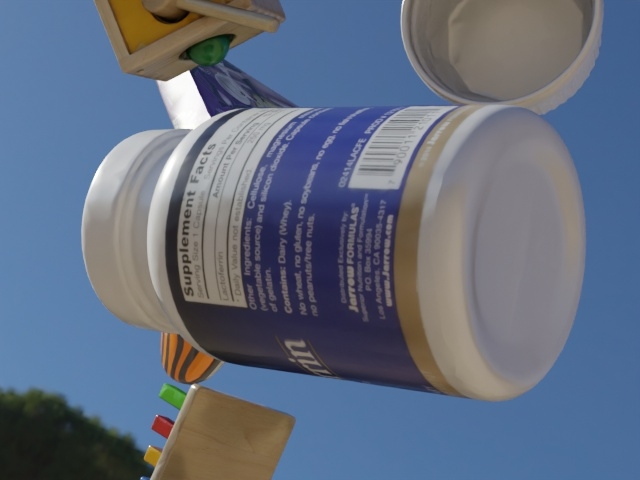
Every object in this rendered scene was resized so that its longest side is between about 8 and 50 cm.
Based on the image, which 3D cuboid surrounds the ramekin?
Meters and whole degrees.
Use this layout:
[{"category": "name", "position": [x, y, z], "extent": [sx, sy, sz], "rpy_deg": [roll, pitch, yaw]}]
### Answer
[{"category": "ramekin", "position": [0.197, -0.222, 1.363], "extent": [0.207, 0.207, 0.109], "rpy_deg": [1, -10, 21]}]

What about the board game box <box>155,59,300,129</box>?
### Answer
[{"category": "board game box", "position": [-0.013, -0.073, 1.325], "extent": [0.347, 0.208, 0.056], "rpy_deg": [29, -64, -37]}]

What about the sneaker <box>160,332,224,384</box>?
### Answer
[{"category": "sneaker", "position": [-0.174, 0.032, 1.553], "extent": [0.124, 0.180, 0.321], "rpy_deg": [29, -67, 36]}]

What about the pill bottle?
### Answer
[{"category": "pill bottle", "position": [0.000, 0.000, 0.734], "extent": [0.264, 0.153, 0.153], "rpy_deg": [4, -36, 37]}]

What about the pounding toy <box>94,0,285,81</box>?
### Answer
[{"category": "pounding toy", "position": [-0.094, -0.180, 0.936], "extent": [0.130, 0.141, 0.100], "rpy_deg": [-24, -7, 18]}]

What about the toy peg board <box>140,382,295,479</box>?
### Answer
[{"category": "toy peg board", "position": [-0.135, 0.246, 1.489], "extent": [0.161, 0.161, 0.079], "rpy_deg": [25, -3, -44]}]
